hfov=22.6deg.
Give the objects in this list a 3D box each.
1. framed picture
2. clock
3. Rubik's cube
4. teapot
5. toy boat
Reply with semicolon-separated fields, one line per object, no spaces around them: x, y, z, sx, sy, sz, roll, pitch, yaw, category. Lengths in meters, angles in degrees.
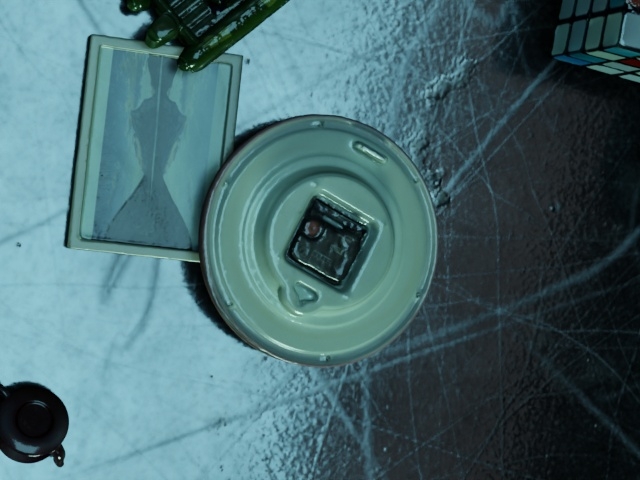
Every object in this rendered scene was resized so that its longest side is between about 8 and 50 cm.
-0.155;-0.085;1.509;0.150;0.015;0.203;7;90;-16;framed picture
0.001;0.000;1.529;0.244;0.056;0.244;-1;93;-21;clock
0.337;-0.241;1.581;0.151;0.154;0.155;11;88;-16;Rubik's cube
-0.270;0.169;1.468;0.100;0.045;0.068;45;55;4;teapot
-0.083;-0.248;1.505;0.210;0.052;0.104;-40;87;-11;toy boat
